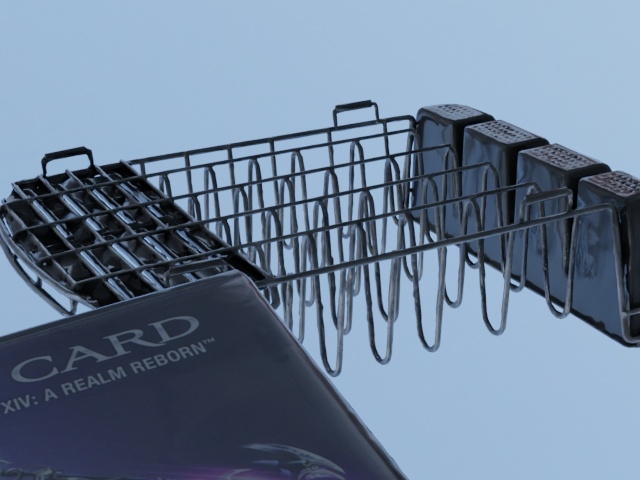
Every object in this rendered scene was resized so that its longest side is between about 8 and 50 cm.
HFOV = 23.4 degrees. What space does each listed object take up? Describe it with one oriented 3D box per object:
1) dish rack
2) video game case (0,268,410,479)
[{"bbox_3d":[0.000,0.000,0.687,0.271,0.074,0.208,-11,-160,-22],"label":"dish rack"},{"bbox_3d":[-0.056,0.098,0.274,0.196,0.026,0.274,-16,-150,-17],"label":"video game case"}]
